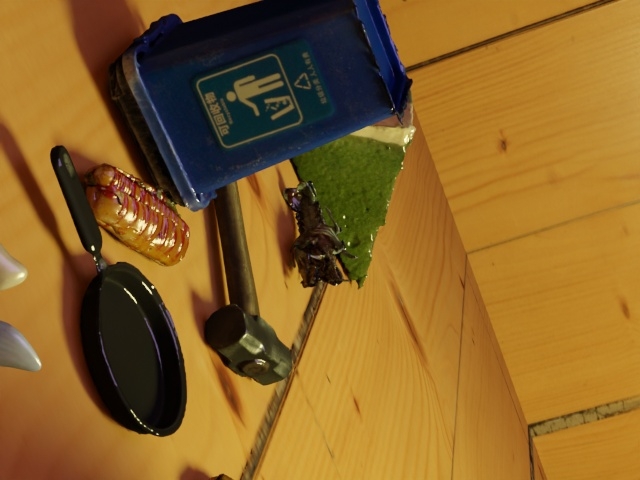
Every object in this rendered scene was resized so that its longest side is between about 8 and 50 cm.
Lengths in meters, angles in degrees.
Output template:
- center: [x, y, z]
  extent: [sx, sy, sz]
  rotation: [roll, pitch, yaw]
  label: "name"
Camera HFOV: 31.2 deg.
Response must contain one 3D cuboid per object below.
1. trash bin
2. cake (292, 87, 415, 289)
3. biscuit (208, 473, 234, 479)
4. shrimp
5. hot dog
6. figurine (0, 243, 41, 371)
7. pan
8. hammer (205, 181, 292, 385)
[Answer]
- center: [-0.048, -0.145, 1.029]
  extent: [0.184, 0.235, 0.162]
  rotation: [-72, 141, -62]
  label: "trash bin"
- center: [0.074, -0.087, 1.574]
  extent: [0.158, 0.172, 0.283]
  rotation: [-81, 152, -56]
  label: "cake"
- center: [-0.064, 0.298, 0.875]
  extent: [0.118, 0.029, 0.247]
  rotation: [60, 19, -48]
  label: "biscuit"
- center: [0.002, 0.002, 1.374]
  extent: [0.076, 0.082, 0.174]
  rotation: [53, 16, -41]
  label: "shrimp"
- center: [-0.146, -0.023, 0.926]
  extent: [0.144, 0.038, 0.062]
  rotation: [45, 31, -61]
  label: "hot dog"
- center: [-0.209, -0.002, 0.501]
  extent: [0.183, 0.128, 0.208]
  rotation: [-84, 158, -52]
  label: "figurine"
- center: [-0.155, 0.039, 0.839]
  extent: [0.136, 0.028, 0.235]
  rotation: [-77, 150, -64]
  label: "pan"
- center: [-0.095, -0.037, 1.148]
  extent: [0.111, 0.044, 0.365]
  rotation: [47, 27, -57]
  label: "hammer"
